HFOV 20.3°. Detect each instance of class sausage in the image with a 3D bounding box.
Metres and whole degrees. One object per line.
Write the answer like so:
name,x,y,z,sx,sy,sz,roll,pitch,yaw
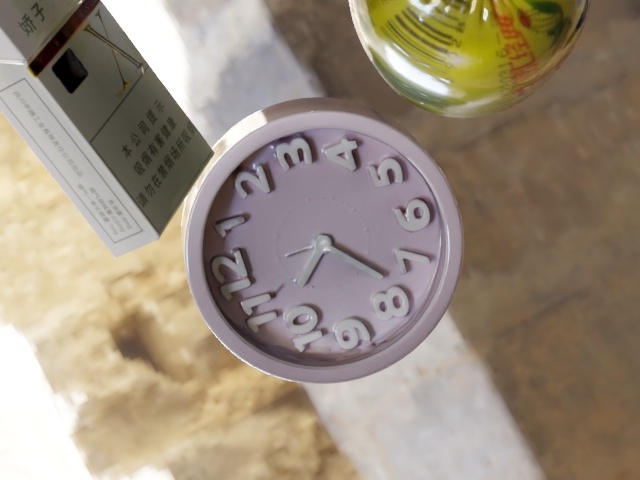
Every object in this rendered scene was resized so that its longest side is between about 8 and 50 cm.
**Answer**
sausage,0.079,-0.129,0.962,0.123,0.123,0.347,-29,180,4

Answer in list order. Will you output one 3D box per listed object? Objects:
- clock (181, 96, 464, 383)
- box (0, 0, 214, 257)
clock,0.000,0.000,1.271,0.197,0.197,0.068,-29,-166,1
box,-0.123,-0.077,0.914,0.040,0.154,0.084,-20,-154,35
